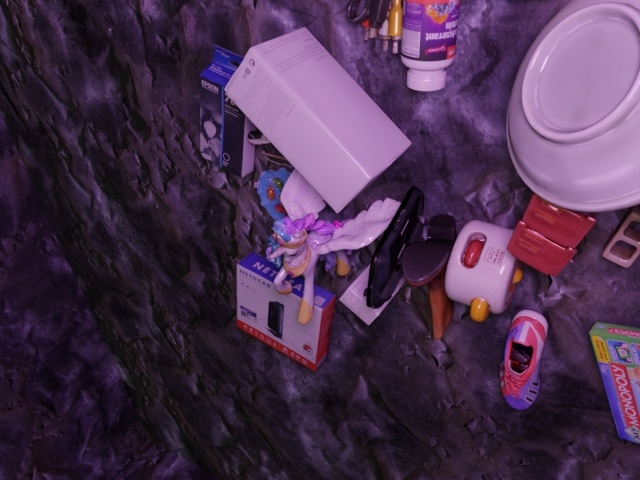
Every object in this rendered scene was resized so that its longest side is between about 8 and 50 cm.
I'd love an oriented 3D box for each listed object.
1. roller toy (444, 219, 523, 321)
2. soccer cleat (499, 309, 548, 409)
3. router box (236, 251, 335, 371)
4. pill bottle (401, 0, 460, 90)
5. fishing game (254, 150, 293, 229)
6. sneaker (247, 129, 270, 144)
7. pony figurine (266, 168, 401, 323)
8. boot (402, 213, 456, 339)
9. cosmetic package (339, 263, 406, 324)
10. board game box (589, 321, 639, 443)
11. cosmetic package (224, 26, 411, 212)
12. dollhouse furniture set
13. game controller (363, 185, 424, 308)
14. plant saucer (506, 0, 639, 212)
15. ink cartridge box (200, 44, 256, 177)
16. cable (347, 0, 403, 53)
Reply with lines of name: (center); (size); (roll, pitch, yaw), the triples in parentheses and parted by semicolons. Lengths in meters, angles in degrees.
roller toy: (0.374, 0.061, 1.243); (0.146, 0.209, 0.191); (18, 121, 27)
soccer cleat: (0.494, 0.323, 1.394); (0.108, 0.116, 0.318); (17, 128, 29)
router box: (-0.125, 0.235, 1.845); (0.335, 0.082, 0.301); (25, 132, 23)
pill bottle: (0.214, -0.402, 1.103); (0.108, 0.108, 0.194); (18, 130, 28)
fishing game: (-0.113, -0.124, 1.612); (0.189, 0.041, 0.264); (19, 129, 24)
sneaker: (-0.117, -0.302, 1.479); (0.178, 0.072, 0.077); (-3, 106, 30)
pony figurine: (0.000, 0.000, 1.435); (0.302, 0.351, 0.364); (30, 153, 23)
boot: (0.262, 0.116, 1.326); (0.096, 0.264, 0.281); (4, 122, 19)
cosmetic package: (0.153, 0.101, 1.416); (0.099, 0.239, 0.060); (42, 137, 6)
board game box: (0.739, 0.333, 1.227); (0.213, 0.046, 0.317); (1, 121, 52)
cosmetic package: (0.000, -0.281, 1.285); (0.385, 0.217, 0.156); (50, 136, 1)
dollhouse furniture set: (0.571, 0.009, 1.048); (0.374, 0.201, 0.152); (31, 134, 18)
game controller: (0.172, 0.009, 1.279); (0.067, 0.319, 0.167); (9, 129, 23)
plant saucer: (0.432, -0.248, 0.874); (0.400, 0.100, 0.401); (-26, 59, 54)
ink cartridge box: (-0.255, -0.349, 1.546); (0.165, 0.065, 0.333); (28, 132, 21)
cable: (0.137, -0.536, 1.129); (0.139, 0.072, 0.287); (38, 126, 35)
